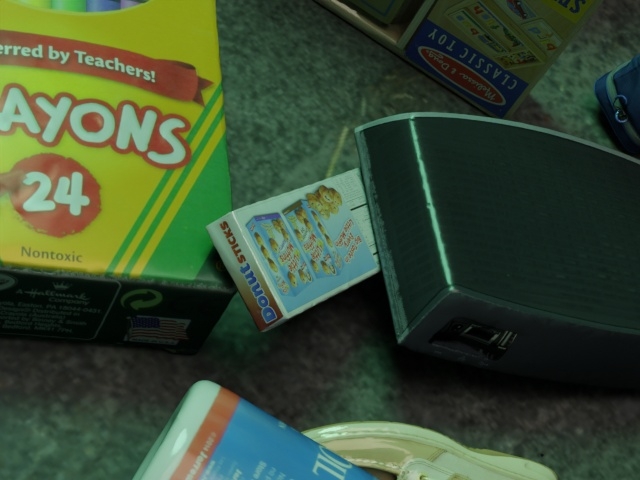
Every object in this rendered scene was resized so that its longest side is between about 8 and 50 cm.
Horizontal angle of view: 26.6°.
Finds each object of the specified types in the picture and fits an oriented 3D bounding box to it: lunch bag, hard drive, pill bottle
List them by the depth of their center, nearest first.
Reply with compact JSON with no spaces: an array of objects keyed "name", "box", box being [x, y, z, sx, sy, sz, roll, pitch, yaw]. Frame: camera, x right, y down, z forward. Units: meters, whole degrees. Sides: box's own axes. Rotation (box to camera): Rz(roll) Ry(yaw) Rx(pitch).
[{"name":"pill bottle","box":[0.005,0.172,0.653,0.221,0.124,0.124,31,51,-4]},{"name":"hard drive","box":[0.149,0.005,0.855,0.255,0.054,0.172,11,54,-31]},{"name":"lunch bag","box":[0.248,-0.106,0.992,0.098,0.065,0.067,-25,87,-36]}]

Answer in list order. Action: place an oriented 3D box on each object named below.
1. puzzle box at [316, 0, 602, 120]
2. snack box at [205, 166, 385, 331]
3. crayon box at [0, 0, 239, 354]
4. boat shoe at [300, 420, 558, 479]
[{"name":"puzzle box","box":[0.016,-0.271,0.862,0.409,0.272,0.052,33,54,-1]},{"name":"snack box","box":[0.000,0.000,0.774,0.064,0.022,0.178,63,28,2]},{"name":"crayon box","box":[-0.163,-0.099,0.784,0.202,0.081,0.318,6,56,-21]},{"name":"boat shoe","box":[0.058,0.143,0.736,0.170,0.063,0.059,13,48,-18]}]
